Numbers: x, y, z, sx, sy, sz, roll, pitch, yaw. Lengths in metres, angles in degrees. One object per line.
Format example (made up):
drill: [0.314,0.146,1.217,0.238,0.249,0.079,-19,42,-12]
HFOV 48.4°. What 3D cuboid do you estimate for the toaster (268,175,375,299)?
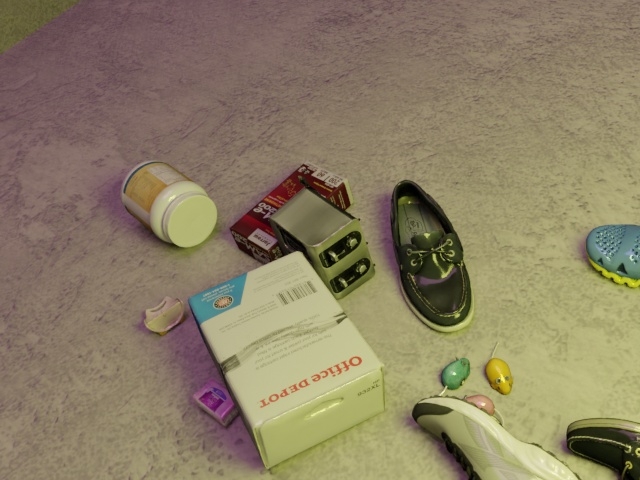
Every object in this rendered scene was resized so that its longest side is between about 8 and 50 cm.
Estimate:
toaster: [0.000,0.000,1.359,0.110,0.168,0.186,-38,47,-17]

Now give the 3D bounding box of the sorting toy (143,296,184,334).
sorting toy: [-0.315,0.143,1.423,0.083,0.045,0.075,-35,39,-15]

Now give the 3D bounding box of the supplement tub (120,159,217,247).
supplement tub: [-0.334,-0.081,1.573,0.144,0.144,0.200,-40,48,-20]

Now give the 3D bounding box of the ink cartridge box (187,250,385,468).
ink cartridge box: [-0.060,0.189,1.203,0.223,0.129,0.307,-23,44,-15]

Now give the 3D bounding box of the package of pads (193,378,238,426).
package of pads: [-0.177,0.283,1.241,0.083,0.032,0.050,26,56,36]

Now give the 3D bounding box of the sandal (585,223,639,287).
sandal: [0.601,0.009,1.166,0.317,0.138,0.126,6,51,26]

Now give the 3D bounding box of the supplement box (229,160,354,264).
supplement box: [-0.058,-0.055,1.503,0.130,0.073,0.239,28,62,37]

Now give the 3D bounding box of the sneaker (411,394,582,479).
sneaker: [0.235,0.315,1.021,0.271,0.100,0.108,28,66,37]

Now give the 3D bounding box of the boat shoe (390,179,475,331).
boat shoe: [0.197,0.012,1.318,0.127,0.113,0.340,-12,44,7]

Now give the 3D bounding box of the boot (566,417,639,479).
boot: [0.430,0.342,0.935,0.236,0.085,0.178,10,54,27]

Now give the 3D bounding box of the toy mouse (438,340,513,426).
toy mouse: [0.238,0.234,1.144,0.143,0.031,0.161,-14,44,5]
